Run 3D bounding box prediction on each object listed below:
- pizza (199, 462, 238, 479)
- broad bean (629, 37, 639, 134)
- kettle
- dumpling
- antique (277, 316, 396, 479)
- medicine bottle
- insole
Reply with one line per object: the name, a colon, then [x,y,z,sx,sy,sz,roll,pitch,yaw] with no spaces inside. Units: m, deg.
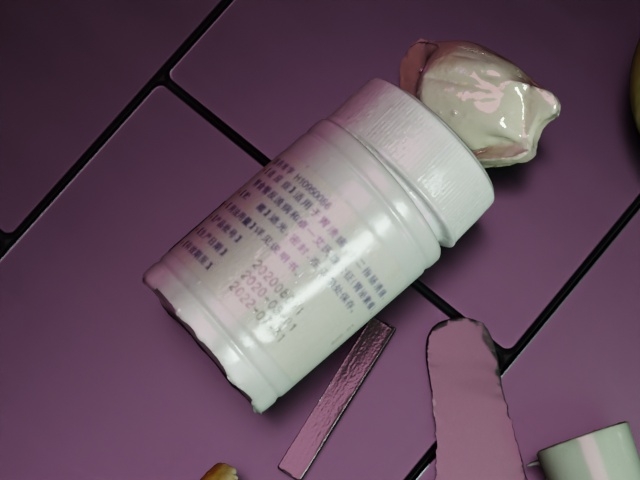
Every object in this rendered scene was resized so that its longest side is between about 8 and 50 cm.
pizza: [-0.118,0.356,1.543,0.056,0.134,0.271,-5,73,31]
broad bean: [0.447,-0.150,1.630,0.238,0.119,0.291,-3,76,2]
kettle: [0.275,0.269,1.552,0.126,0.098,0.148,-16,80,-12]
dumpling: [0.161,-0.142,1.651,0.199,0.118,0.136,23,93,36]
antique: [0.017,0.166,1.631,0.031,0.015,0.192,31,80,11]
medicine bottle: [0.000,0.000,1.582,0.332,0.190,0.190,-41,78,-7]
insole: [0.158,0.232,1.609,0.110,0.012,0.310,-8,76,-1]
